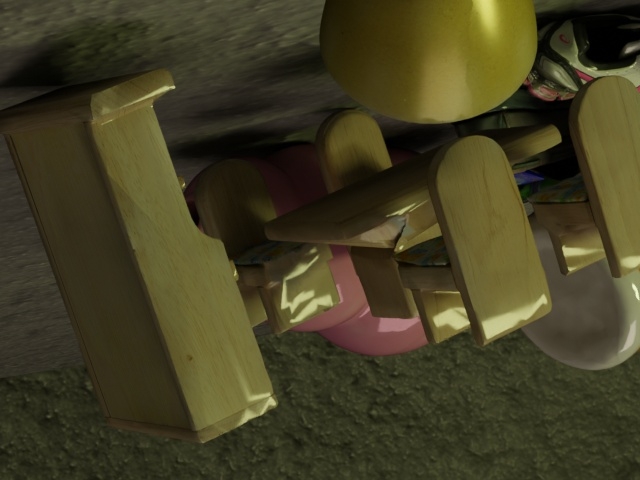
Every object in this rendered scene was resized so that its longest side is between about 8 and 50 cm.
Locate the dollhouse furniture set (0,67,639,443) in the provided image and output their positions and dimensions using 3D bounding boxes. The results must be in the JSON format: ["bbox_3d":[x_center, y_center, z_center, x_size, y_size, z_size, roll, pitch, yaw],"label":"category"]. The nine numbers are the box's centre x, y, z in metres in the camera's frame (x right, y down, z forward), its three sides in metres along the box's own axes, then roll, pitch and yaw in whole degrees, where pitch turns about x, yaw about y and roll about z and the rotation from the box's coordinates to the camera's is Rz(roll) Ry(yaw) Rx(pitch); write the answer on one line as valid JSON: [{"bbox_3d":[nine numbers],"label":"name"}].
[{"bbox_3d":[-0.007,-0.047,1.486,0.394,0.256,0.362,-24,-168,-29],"label":"dollhouse furniture set"}]

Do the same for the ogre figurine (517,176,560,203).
[{"bbox_3d":[0.312,-0.069,2.064,0.197,0.097,0.118,10,-177,-22],"label":"ogre figurine"}]

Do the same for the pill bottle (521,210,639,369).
[{"bbox_3d":[0.310,-0.005,1.853,0.278,0.162,0.162,-33,-172,-39],"label":"pill bottle"}]

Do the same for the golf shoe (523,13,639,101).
[{"bbox_3d":[0.246,-0.143,1.543,0.186,0.068,0.086,-3,168,-36],"label":"golf shoe"}]

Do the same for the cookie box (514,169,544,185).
[{"bbox_3d":[0.166,-0.074,2.013,0.107,0.040,0.092,-13,171,22],"label":"cookie box"}]

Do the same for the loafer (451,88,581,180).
[{"bbox_3d":[0.206,-0.087,1.818,0.096,0.084,0.267,-15,170,35],"label":"loafer"}]

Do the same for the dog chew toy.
[{"bbox_3d":[0.000,0.000,1.840,0.331,0.207,0.206,10,161,-42],"label":"dog chew toy"}]

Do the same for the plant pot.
[{"bbox_3d":[0.065,-0.151,1.155,0.134,0.134,0.095,-9,147,-4],"label":"plant pot"}]
